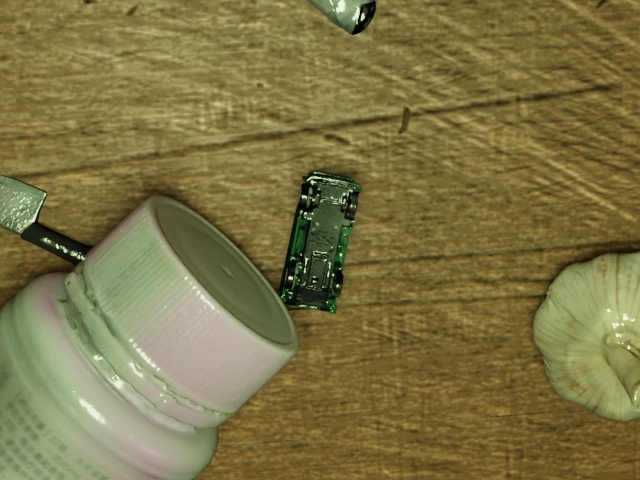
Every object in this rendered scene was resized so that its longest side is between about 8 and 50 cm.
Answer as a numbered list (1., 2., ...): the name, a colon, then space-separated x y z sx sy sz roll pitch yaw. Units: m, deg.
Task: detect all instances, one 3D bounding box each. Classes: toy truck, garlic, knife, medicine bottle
1. toy truck: 0.000 0.000 1.128 0.065 0.079 0.147 10 107 -6
2. garlic: 0.315 0.127 1.104 0.199 0.226 0.199 5 113 11
3. knife: -0.324 -0.035 1.127 0.230 0.028 0.060 25 92 -8
4. medicine bottle: -0.205 0.136 1.062 0.256 0.256 0.325 43 101 -15

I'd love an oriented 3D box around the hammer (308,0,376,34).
1. hammer: -0.128 -0.329 1.041 0.427 0.044 0.152 36 101 -14
